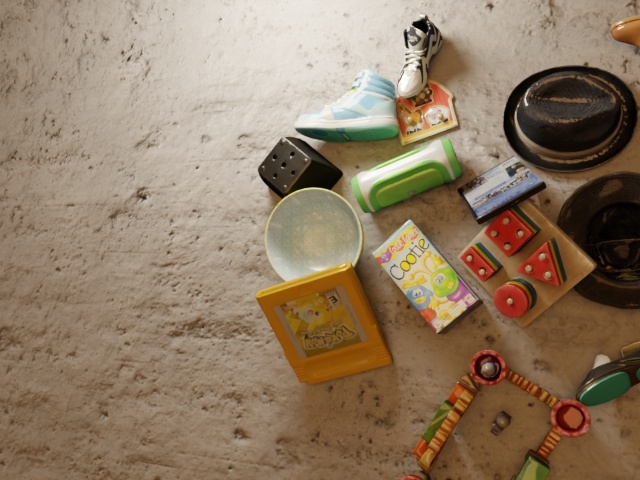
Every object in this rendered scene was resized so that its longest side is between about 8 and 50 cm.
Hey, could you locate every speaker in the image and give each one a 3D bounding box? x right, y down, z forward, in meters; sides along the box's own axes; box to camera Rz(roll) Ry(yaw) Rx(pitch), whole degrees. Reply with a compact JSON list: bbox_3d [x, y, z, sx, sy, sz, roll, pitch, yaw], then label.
[{"bbox_3d":[0.243,-0.182,1.621,0.296,0.131,0.131,-22,74,16],"label":"speaker"}]

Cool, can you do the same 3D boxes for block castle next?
[{"bbox_3d":[0.408,0.519,1.399,0.303,0.213,0.453,32,93,22],"label":"block castle"}]

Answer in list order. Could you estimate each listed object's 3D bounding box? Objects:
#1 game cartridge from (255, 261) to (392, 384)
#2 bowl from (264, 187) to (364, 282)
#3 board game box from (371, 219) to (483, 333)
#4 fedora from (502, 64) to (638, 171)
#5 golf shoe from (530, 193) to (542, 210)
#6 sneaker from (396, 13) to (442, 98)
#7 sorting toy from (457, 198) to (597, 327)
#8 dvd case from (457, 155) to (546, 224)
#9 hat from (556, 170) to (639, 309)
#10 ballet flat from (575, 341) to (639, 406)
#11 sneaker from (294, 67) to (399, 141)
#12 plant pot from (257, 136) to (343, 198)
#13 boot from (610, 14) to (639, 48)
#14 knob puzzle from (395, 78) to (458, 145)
[{"bbox_3d":[0.013,0.242,1.586,0.285,0.053,0.324,-19,108,17],"label":"game cartridge"},{"bbox_3d":[0.000,0.000,1.659,0.289,0.156,0.289,-1,86,18],"label":"bowl"},{"bbox_3d":[0.289,0.101,1.548,0.142,0.144,0.275,-41,70,10],"label":"board game box"},{"bbox_3d":[0.645,-0.338,1.486,0.334,0.152,0.334,-3,80,20],"label":"fedora"},{"bbox_3d":[0.555,-0.103,1.525,0.086,0.067,0.186,-43,70,7],"label":"golf shoe"},{"bbox_3d":[0.268,-0.538,1.644,0.094,0.153,0.235,29,86,32],"label":"sneaker"},{"bbox_3d":[0.497,0.060,1.445,0.255,0.089,0.257,50,129,19],"label":"sorting toy"},{"bbox_3d":[0.461,-0.135,1.486,0.180,0.253,0.022,-31,108,14],"label":"dvd case"},{"bbox_3d":[0.745,-0.004,1.405,0.331,0.134,0.331,4,98,25],"label":"hat"},{"bbox_3d":[0.734,0.310,1.381,0.280,0.095,0.096,-23,30,5],"label":"ballet flat"},{"bbox_3d":[0.081,-0.412,1.724,0.319,0.127,0.208,2,82,13],"label":"sneaker"},{"bbox_3d":[-0.077,-0.203,1.722,0.188,0.167,0.187,42,97,20],"label":"plant pot"},{"bbox_3d":[0.872,-0.446,1.459,0.283,0.109,0.220,14,90,14],"label":"boot"},{"bbox_3d":[0.296,-0.398,1.690,0.213,0.030,0.213,-4,80,20],"label":"knob puzzle"}]
